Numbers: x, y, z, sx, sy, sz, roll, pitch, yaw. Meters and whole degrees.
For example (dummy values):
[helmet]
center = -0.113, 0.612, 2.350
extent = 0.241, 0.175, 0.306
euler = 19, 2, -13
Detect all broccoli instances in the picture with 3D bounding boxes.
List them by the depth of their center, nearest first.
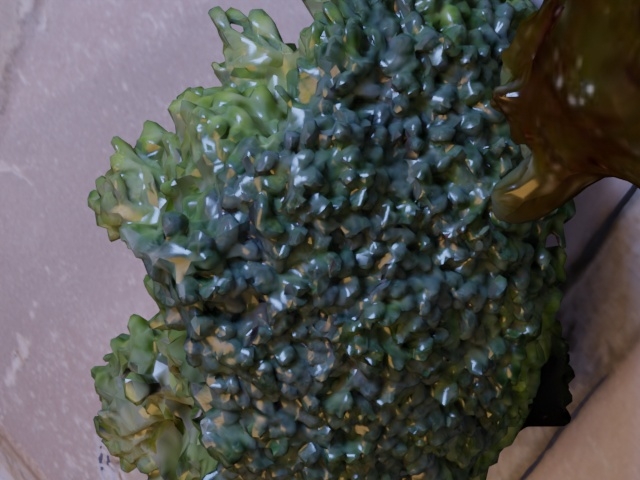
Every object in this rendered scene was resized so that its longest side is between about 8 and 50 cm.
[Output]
[broccoli]
center = 0.004, 0.021, 1.166
extent = 0.338, 0.277, 0.317
euler = 71, 160, -1

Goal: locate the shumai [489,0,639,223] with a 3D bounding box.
[shumai]
center = 0.228, -0.085, 0.805
extent = 0.324, 0.323, 0.397
euler = 4, 116, 44
